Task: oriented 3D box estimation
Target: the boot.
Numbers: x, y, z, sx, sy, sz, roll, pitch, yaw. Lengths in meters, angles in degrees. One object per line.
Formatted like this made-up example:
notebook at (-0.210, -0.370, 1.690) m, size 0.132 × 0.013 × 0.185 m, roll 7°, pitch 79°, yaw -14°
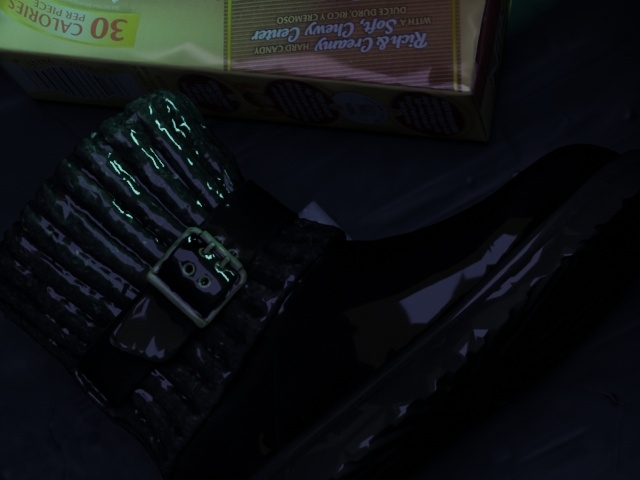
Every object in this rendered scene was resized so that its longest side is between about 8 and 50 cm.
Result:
boot at (-0.002, -0.001, 1.002) m, size 0.348 × 0.131 × 0.260 m, roll -39°, pitch 69°, yaw -1°

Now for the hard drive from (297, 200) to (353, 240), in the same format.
hard drive at (0.007, 0.054, 1.066) m, size 0.094 × 0.022 × 0.135 m, roll -43°, pitch 69°, yaw -3°

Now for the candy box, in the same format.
candy box at (-0.037, -0.174, 1.114) m, size 0.316 × 0.087 × 0.183 m, roll 7°, pitch 74°, yaw 14°
